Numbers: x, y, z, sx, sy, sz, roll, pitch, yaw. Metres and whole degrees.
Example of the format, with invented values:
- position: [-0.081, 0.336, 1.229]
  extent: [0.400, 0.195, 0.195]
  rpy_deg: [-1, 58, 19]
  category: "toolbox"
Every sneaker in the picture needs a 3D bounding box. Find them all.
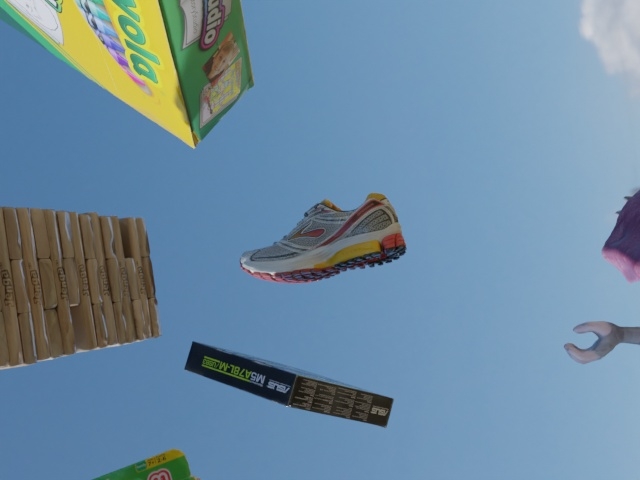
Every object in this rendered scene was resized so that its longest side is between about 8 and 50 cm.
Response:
- position: [0.000, 0.000, 1.472]
  extent: [0.088, 0.225, 0.093]
  rpy_deg: [22, -124, -66]
  category: "sneaker"

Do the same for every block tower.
- position: [-0.193, 0.031, 0.692]
  extent: [0.335, 0.090, 0.097]
  rpy_deg: [-4, -96, -79]
  category: "block tower"

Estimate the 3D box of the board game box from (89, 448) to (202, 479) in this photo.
- position: [-0.112, 0.287, 0.803]
  extent: [0.039, 0.124, 0.260]
  rpy_deg: [61, -172, -73]
  category: "board game box"

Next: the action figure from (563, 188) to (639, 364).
- position: [0.379, 0.028, 1.016]
  extent: [0.275, 0.248, 0.370]
  rpy_deg: [26, -163, -4]
  category: "action figure"

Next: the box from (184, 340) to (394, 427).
- position: [-0.038, 0.176, 1.399]
  extent: [0.190, 0.184, 0.045]
  rpy_deg: [22, -95, -48]
  category: "box"

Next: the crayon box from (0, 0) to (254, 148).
- position: [-0.221, -0.288, 1.009]
  extent: [0.106, 0.313, 0.363]
  rpy_deg: [-47, -23, -21]
  category: "crayon box"
